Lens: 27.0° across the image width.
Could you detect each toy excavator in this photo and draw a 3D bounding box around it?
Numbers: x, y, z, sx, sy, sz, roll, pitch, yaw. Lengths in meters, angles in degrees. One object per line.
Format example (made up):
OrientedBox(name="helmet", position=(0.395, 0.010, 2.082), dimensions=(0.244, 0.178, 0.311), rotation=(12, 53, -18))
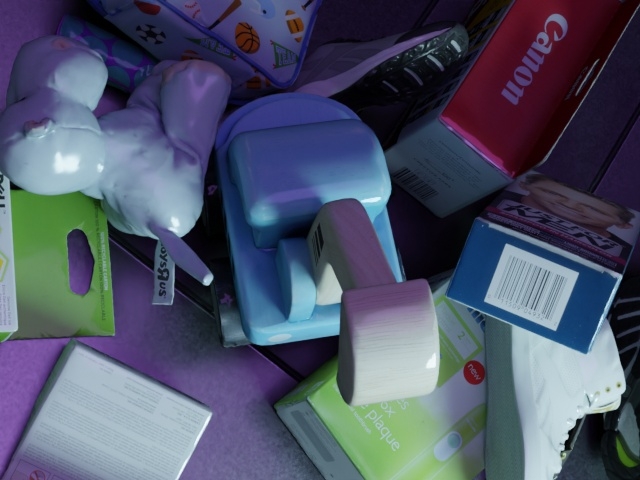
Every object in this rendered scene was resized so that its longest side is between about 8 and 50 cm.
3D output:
OrientedBox(name="toy excavator", position=(0.000, 0.000, 1.395), dimensions=(0.222, 0.445, 0.432), rotation=(-8, 69, -8))

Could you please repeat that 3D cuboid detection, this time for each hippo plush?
OrientedBox(name="hippo plush", position=(-0.254, -0.093, 1.464), dimensions=(0.237, 0.234, 0.294), rotation=(16, 68, -27))

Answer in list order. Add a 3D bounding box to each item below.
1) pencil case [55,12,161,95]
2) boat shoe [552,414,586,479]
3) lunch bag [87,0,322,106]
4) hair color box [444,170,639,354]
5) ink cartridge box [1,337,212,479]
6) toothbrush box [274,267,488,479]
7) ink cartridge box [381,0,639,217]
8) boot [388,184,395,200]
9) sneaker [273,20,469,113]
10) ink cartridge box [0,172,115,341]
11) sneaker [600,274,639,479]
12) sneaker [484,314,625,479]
OrientedBox(name="pencil case", position=(-0.251, -0.211, 1.597), dimensions=(0.152, 0.064, 0.070), rotation=(23, 58, -16))
OrientedBox(name="boat shoe", position=(0.284, 0.253, 1.707), dimensions=(0.081, 0.069, 0.227), rotation=(31, 69, -14))
OrientedBox(name="lunch bag", position=(-0.130, -0.319, 1.605), dimensions=(0.303, 0.115, 0.243), rotation=(34, 56, -33))
OrientedBox(name="hair color box", position=(0.278, 0.013, 1.594), dimensions=(0.174, 0.347, 0.105), rotation=(23, 107, 11))
OrientedBox(name="ink cartridge box", position=(-0.255, 0.250, 1.513), dimensions=(0.181, 0.056, 0.224), rotation=(29, 88, -14))
OrientedBox(name="toothbrush box", position=(0.122, 0.194, 1.627), dimensions=(0.283, 0.122, 0.206), rotation=(-37, 94, -26))
OrientedBox(name="ink cartridge box", position=(0.237, -0.210, 1.680), dimensions=(0.130, 0.272, 0.309), rotation=(38, 67, -11))
OrientedBox(name="boot", position=(0.029, -0.037, 1.682), dimensions=(0.121, 0.045, 0.099), rotation=(15, 71, -11))
OrientedBox(name="sneaker", position=(0.051, -0.214, 1.632), dimensions=(0.100, 0.272, 0.108), rotation=(36, 40, -52))
OrientedBox(name="ink cartridge box", position=(-0.352, 0.017, 1.489), dimensions=(0.255, 0.097, 0.188), rotation=(-2, 79, -22))
OrientedBox(name="sneaker", position=(0.441, 0.192, 1.779), dimensions=(0.121, 0.111, 0.299), rotation=(16, 72, -38))
OrientedBox(name="sneaker", position=(0.285, 0.211, 1.568), dimensions=(0.169, 0.108, 0.292), rotation=(8, 74, -19))
